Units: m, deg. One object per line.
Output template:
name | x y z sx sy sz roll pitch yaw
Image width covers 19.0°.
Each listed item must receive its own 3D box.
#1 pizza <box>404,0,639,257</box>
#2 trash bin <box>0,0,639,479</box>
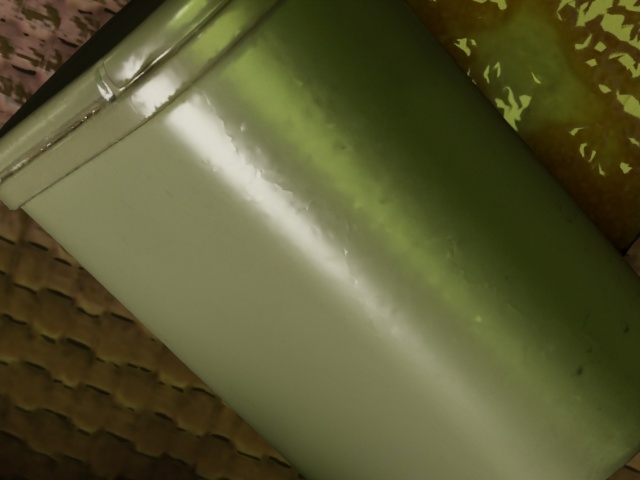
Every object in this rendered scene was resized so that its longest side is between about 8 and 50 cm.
pizza | 0.140 -0.179 0.772 0.278 0.114 0.408 -2 107 7
trash bin | 0.000 0.000 0.790 0.247 0.243 0.121 48 62 -12
